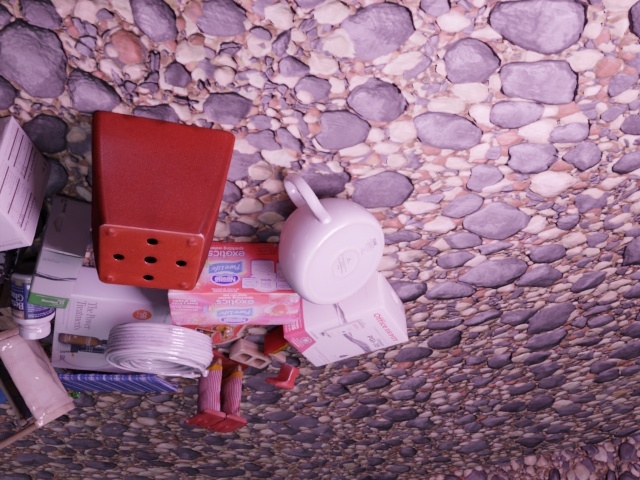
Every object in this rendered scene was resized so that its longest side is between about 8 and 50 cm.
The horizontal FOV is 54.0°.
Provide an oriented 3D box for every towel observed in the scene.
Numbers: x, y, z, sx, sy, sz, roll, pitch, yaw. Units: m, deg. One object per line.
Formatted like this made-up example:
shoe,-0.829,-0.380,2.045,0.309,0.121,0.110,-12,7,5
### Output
towel,-0.607,0.407,1.833,0.335,0.040,0.243,0,159,5

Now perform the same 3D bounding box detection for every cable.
cable,-0.388,0.264,1.527,0.257,0.089,0.257,8,157,-12

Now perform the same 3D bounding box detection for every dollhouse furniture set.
dollhouse furniture set,-0.220,0.388,1.802,0.152,0.201,0.374,28,132,-34

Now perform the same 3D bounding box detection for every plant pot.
plant pot,-0.317,-0.054,1.214,0.267,0.236,0.267,7,139,-15

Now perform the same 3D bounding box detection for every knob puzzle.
knob puzzle,-0.312,0.257,1.766,0.213,0.030,0.213,-3,142,-3

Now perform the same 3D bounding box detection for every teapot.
teapot,0.000,0.000,1.370,0.252,0.187,0.256,6,117,-43

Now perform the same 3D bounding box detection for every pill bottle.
pill bottle,-0.674,0.141,1.474,0.094,0.094,0.170,2,109,-9

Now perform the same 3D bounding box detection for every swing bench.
swing bench,-0.786,0.376,1.647,0.254,0.253,0.165,-31,177,32

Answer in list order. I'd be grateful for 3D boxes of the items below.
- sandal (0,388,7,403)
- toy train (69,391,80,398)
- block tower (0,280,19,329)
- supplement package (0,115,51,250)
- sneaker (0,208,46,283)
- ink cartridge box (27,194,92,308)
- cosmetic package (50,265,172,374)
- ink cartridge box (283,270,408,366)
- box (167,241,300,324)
sandal,-0.991,0.380,1.762,0.317,0.138,0.126,10,141,-16
toy train,-0.807,0.507,2.027,0.083,0.024,0.017,-25,137,22
block tower,-0.872,0.175,1.554,0.335,0.091,0.097,-11,140,7
supplement package,-0.669,-0.086,1.159,0.261,0.204,0.145,-11,142,7
sneaker,-0.676,0.021,1.352,0.109,0.130,0.286,21,133,-31
ink cartridge box,-0.560,0.027,1.355,0.086,0.153,0.208,14,138,-24
cosmetic package,-0.542,0.221,1.647,0.284,0.098,0.377,8,140,-20
ink cartridge box,0.068,0.214,1.683,0.283,0.117,0.207,-19,139,17
box,-0.201,0.104,1.490,0.299,0.154,0.142,0,141,-8
